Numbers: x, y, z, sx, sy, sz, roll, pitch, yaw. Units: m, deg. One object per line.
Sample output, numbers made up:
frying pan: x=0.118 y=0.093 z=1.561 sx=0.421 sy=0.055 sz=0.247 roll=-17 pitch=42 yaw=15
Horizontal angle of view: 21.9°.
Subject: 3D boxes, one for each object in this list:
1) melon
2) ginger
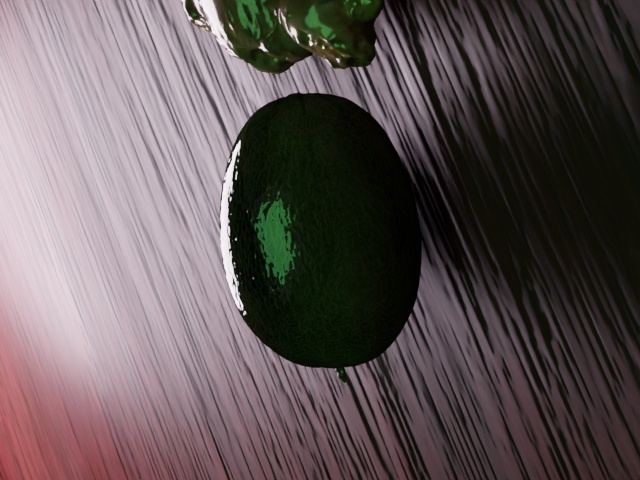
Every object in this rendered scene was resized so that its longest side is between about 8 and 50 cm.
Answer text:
melon: x=0.000 y=0.000 z=0.928 sx=0.114 sy=0.114 sz=0.167 roll=8 pitch=109 yaw=56
ginger: x=-0.038 y=-0.166 z=0.965 sx=0.213 sy=0.074 sz=0.137 roll=58 pitch=142 yaw=16
